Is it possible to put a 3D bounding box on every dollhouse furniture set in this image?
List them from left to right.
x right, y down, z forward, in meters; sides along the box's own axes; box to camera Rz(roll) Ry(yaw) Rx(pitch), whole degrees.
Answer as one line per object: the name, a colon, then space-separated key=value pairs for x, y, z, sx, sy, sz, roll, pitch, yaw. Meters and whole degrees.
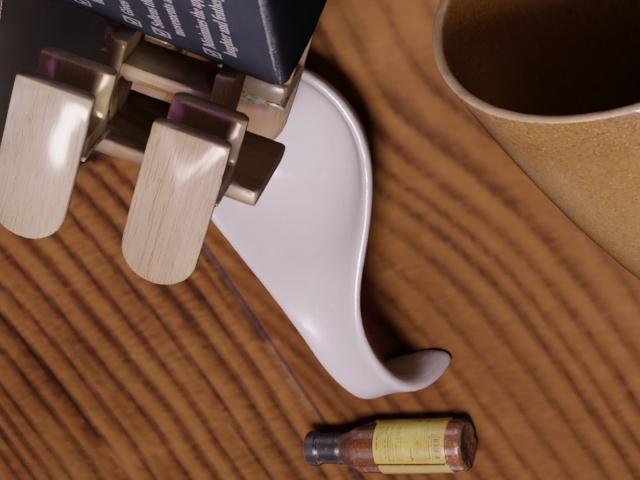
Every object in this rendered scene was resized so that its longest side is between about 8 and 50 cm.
dollhouse furniture set: x=-0.148 y=-0.060 z=1.004 sx=0.242 sy=0.212 sz=0.161 roll=20 pitch=118 yaw=3

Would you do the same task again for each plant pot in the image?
plant pot: x=0.222 y=-0.061 z=0.935 sx=0.237 sy=0.237 sz=0.254 roll=-12 pitch=131 yaw=29

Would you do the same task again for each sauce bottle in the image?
sauce bottle: x=0.049 y=0.151 z=1.254 sx=0.128 sy=0.042 sz=0.042 roll=-2 pitch=122 yaw=24

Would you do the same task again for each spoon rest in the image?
spoon rest: x=0.000 y=0.000 z=1.143 sx=0.137 sy=0.084 sz=0.276 roll=-16 pitch=116 yaw=31

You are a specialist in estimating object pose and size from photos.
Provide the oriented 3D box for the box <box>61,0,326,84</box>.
box: x=-0.164 y=-0.278 z=0.853 sx=0.395 sy=0.212 sz=0.293 roll=22 pitch=169 yaw=6

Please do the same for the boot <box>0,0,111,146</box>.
boot: x=-0.214 y=-0.164 z=1.126 sx=0.115 sy=0.112 sz=0.305 roll=26 pitch=127 yaw=30
